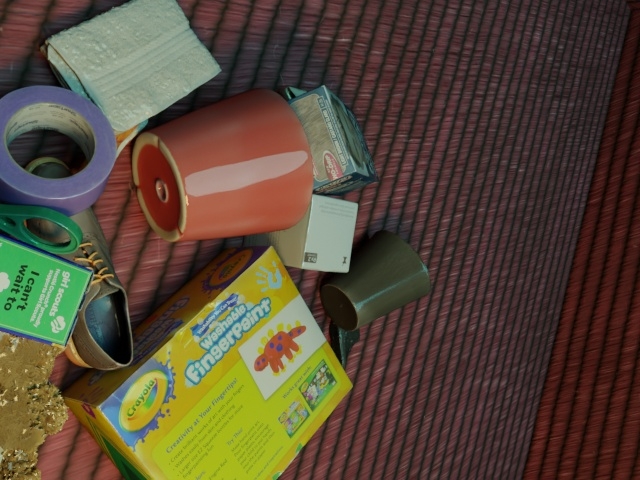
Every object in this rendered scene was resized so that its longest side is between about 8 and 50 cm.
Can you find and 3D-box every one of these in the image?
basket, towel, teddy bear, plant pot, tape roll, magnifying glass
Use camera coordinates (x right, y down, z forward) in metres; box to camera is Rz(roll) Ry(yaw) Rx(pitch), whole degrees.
[{"bbox_3d":[0.123,0.109,1.717,0.227,0.204,0.154,-33,163,-33],"label":"basket"},{"bbox_3d":[-0.313,-0.308,1.208,0.282,0.049,0.187,-44,109,-36],"label":"towel"},{"bbox_3d":[-0.501,0.274,1.096,0.245,0.113,0.338,-14,114,-39],"label":"teddy bear"},{"bbox_3d":[-0.186,-0.120,1.275,0.243,0.275,0.275,-20,110,-35],"label":"plant pot"},{"bbox_3d":[-0.410,-0.132,1.069,0.189,0.080,0.189,11,64,-23],"label":"tape roll"},{"bbox_3d":[-0.464,-0.034,1.033,0.231,0.092,0.026,20,52,-12],"label":"magnifying glass"}]

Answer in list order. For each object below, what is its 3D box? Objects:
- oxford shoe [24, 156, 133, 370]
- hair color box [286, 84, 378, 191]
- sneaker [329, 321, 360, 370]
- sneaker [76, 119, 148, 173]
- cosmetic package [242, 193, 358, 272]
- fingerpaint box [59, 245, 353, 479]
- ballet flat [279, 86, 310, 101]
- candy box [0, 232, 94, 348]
[{"bbox_3d":[-0.379,0.039,1.151,0.130,0.132,0.364,-29,111,-41],"label":"oxford shoe"},{"bbox_3d":[0.025,-0.190,1.445,0.347,0.105,0.174,-12,81,-78],"label":"hair color box"},{"bbox_3d":[0.065,0.251,1.753,0.089,0.051,0.170,-5,95,-44],"label":"sneaker"},{"bbox_3d":[-0.366,-0.169,1.207,0.067,0.064,0.175,44,55,-26],"label":"sneaker"},{"bbox_3d":[-0.044,-0.021,1.488,0.151,0.183,0.151,7,91,-49],"label":"cosmetic package"},{"bbox_3d":[-0.192,0.285,1.351,0.445,0.163,0.371,-45,117,-35],"label":"fingerpaint box"},{"bbox_3d":[-0.075,-0.277,1.507,0.221,0.077,0.079,-44,106,-35],"label":"ballet flat"},{"bbox_3d":[-0.504,0.020,0.912,0.317,0.268,0.122,28,77,-47],"label":"candy box"}]
